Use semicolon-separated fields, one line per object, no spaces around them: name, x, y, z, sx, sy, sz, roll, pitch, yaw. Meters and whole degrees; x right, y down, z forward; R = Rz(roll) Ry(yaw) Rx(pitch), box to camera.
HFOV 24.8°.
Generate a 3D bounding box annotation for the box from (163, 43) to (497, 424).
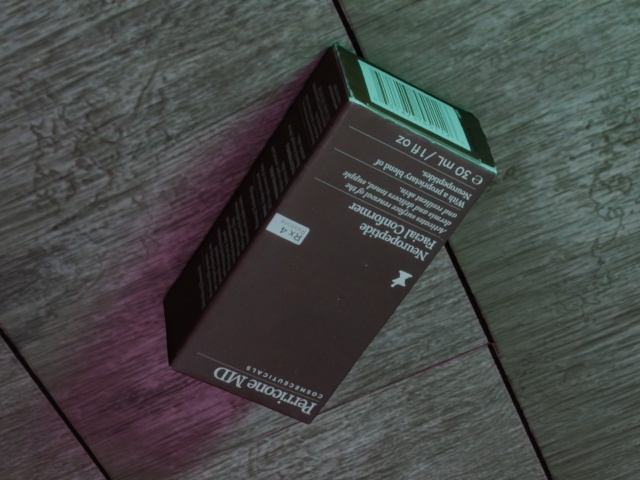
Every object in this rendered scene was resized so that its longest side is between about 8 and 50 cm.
box;0.000;0.000;1.585;0.191;0.143;0.381;24;118;-22
